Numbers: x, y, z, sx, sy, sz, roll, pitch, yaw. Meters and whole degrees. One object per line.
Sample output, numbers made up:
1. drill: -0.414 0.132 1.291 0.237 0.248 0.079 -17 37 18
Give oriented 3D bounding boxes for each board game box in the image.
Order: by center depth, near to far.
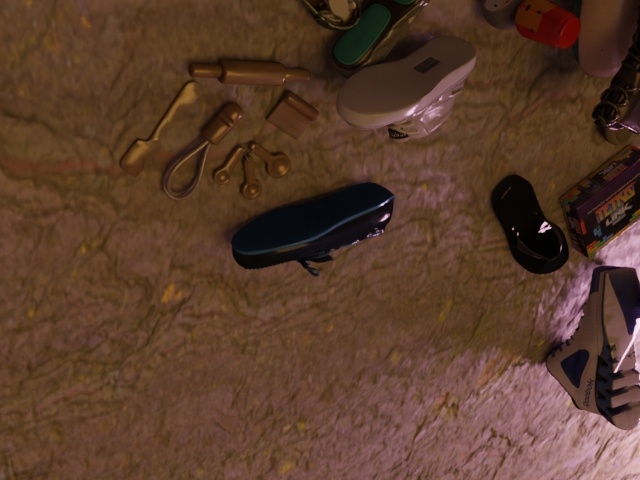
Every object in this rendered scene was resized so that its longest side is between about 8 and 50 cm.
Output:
1. board game box: 0.529 -0.069 1.443 0.170 0.048 0.141 -37 132 -7

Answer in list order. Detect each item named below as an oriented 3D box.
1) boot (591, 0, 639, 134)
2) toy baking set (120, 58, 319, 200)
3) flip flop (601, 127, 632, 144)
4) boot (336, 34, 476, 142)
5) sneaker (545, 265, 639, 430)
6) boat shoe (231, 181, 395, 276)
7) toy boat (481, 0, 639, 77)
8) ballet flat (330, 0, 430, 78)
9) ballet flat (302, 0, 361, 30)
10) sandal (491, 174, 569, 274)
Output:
1. boot: 0.441 -0.256 1.067 0.263 0.091 0.229 12 111 -49
2. toy baking set: -0.118 -0.138 1.007 0.256 0.030 0.196 0 118 -32
3. flip flop: 0.577 -0.276 1.319 0.112 0.080 0.277 24 104 -40
4. boot: 0.112 -0.174 1.046 0.258 0.095 0.123 -32 148 -36
5. sneaker: 0.535 0.208 1.577 0.127 0.182 0.315 -1 90 -34
6. boat shoe: 0.000 0.000 1.121 0.258 0.109 0.089 -16 129 -20
7. toy boat: 0.385 -0.353 1.127 0.318 0.148 0.267 -23 134 -27
8. ballet flat: 0.094 -0.298 1.025 0.213 0.072 0.068 -50 159 6
9. ballet flat: -0.012 -0.319 0.936 0.070 0.070 0.188 -50 131 5
10. sandal: 0.371 -0.011 1.376 0.097 0.054 0.254 -46 132 2
